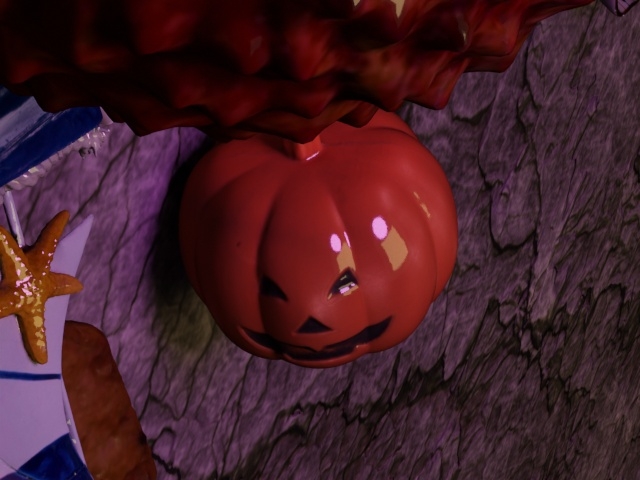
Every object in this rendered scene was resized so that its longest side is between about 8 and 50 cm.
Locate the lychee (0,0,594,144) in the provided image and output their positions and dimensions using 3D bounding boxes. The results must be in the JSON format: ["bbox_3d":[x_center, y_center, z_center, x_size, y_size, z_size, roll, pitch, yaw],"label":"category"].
[{"bbox_3d":[-0.025,-0.252,0.763,0.425,0.424,0.500,-64,-178,-19],"label":"lychee"}]

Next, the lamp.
[{"bbox_3d":[-0.003,-0.014,1.272,0.188,0.187,0.164,-53,148,-38],"label":"lamp"}]

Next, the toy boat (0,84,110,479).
[{"bbox_3d":[-0.178,0.045,1.020,0.220,0.067,0.291,-40,133,-44],"label":"toy boat"}]

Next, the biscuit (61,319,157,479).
[{"bbox_3d":[-0.208,0.212,1.112,0.359,0.046,0.359,-34,131,-51],"label":"biscuit"}]

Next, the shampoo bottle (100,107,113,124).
[{"bbox_3d":[-0.116,-0.096,1.142,0.141,0.034,0.049,-28,139,-59],"label":"shampoo bottle"}]

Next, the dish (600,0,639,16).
[{"bbox_3d":[0.291,-0.317,1.877,0.190,0.066,0.191,16,90,-70],"label":"dish"}]
